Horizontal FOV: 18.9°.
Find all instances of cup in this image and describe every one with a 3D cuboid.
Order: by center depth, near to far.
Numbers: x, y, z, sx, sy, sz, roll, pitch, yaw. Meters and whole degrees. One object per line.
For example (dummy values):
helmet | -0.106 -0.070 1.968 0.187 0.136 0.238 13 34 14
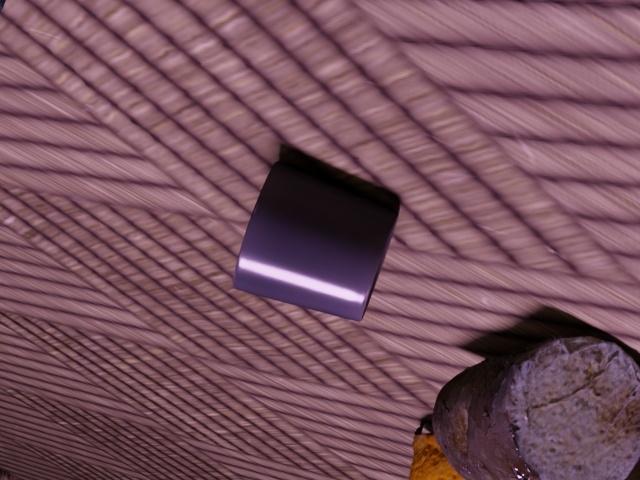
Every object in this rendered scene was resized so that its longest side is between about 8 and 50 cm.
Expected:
cup | 0.000 0.000 1.116 0.077 0.078 0.100 19 -162 3

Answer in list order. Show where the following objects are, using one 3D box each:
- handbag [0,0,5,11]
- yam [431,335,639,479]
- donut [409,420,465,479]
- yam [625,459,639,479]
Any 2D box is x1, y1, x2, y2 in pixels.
handbag | -0.297 -0.162 1.022 0.229 0.062 0.179 16 162 28
yam | 0.138 0.117 1.232 0.107 0.107 0.183 27 167 -10
donut | 0.138 0.201 1.544 0.146 0.078 0.181 31 162 -32
yam | 0.214 0.182 1.385 0.169 0.068 0.068 26 164 -1
